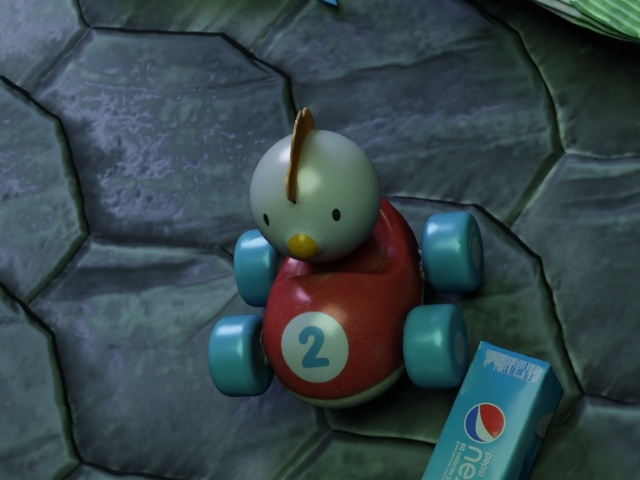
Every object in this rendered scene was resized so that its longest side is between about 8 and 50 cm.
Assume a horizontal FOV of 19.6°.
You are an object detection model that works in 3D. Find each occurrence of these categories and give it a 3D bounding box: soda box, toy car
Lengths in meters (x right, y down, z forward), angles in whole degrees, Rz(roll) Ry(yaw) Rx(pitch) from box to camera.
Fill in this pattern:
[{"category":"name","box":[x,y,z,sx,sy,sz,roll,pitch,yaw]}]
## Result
[{"category":"soda box","box":[0.132,0.197,1.557,0.067,0.071,0.210,18,73,25]},{"category":"toy car","box":[0.000,0.000,1.576,0.219,0.238,0.210,-4,45,20]}]

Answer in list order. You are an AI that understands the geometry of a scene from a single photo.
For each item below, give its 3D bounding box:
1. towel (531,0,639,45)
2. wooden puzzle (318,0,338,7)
[{"category":"towel","box":[0.247,-0.317,1.690,0.325,0.038,0.248,27,85,26]},{"category":"wooden puzzle","box":[0.011,-0.287,1.853,0.078,0.014,0.116,13,71,28]}]
